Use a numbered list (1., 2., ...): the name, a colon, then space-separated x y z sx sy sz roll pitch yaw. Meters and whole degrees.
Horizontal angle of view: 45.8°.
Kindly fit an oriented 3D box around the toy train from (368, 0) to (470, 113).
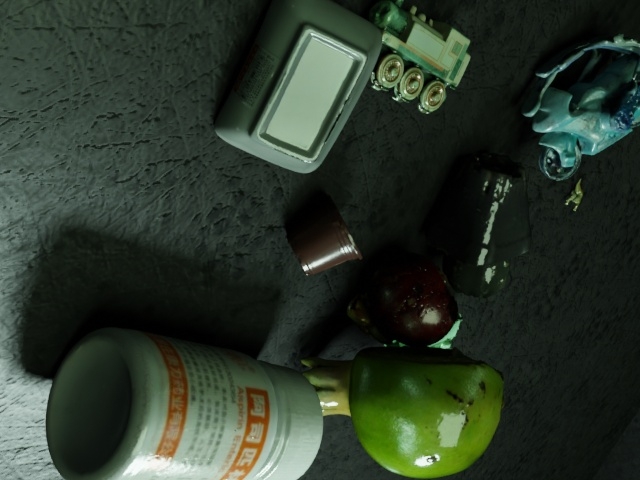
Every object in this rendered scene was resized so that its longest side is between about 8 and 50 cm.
1. toy train: 0.120 -0.254 1.037 0.194 0.080 0.125 17 100 -46

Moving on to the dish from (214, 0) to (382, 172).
1. dish: -0.020 -0.184 0.924 0.151 0.077 0.212 21 109 -24

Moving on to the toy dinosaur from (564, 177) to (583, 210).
1. toy dinosaur: 0.534 -0.095 1.589 0.041 0.026 0.113 -51 151 -6

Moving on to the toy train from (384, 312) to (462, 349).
1. toy train: 0.208 0.181 1.496 0.149 0.081 0.099 -22 136 -36

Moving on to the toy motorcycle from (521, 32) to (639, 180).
1. toy motorcycle: 0.467 -0.244 1.321 0.260 0.154 0.206 -34 117 -9

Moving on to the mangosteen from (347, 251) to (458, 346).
1. mangosteen: 0.143 0.112 1.316 0.180 0.166 0.166 -28 147 21

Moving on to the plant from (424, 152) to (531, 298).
1. plant: 0.281 -0.023 1.334 0.164 0.141 0.256 -12 119 -36

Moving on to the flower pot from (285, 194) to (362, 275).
1. flower pot: 0.000 0.000 1.136 0.089 0.111 0.111 -28 140 2

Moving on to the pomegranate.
1. pomegranate: 0.137 0.294 1.309 0.310 0.358 0.216 0 88 -82

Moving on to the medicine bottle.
1. medicine bottle: -0.180 0.254 1.090 0.371 0.211 0.211 23 106 -49
